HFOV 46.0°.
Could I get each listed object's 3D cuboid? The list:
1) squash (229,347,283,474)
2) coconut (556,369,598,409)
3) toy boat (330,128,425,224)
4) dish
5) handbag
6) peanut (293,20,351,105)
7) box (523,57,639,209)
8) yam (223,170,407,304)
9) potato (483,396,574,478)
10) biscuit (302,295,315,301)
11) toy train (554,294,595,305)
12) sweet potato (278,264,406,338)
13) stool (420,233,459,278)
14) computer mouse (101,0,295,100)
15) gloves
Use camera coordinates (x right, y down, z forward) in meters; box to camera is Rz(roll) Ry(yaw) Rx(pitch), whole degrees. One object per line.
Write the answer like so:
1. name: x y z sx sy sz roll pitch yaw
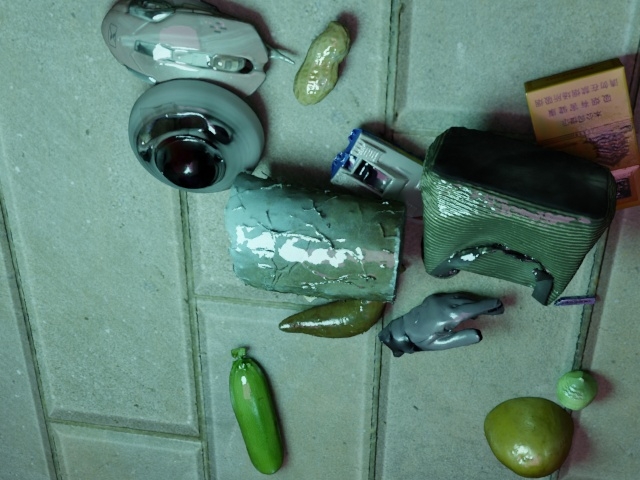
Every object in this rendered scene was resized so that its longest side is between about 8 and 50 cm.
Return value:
1. squash: -0.158 0.426 1.847 0.101 0.101 0.379 -4 115 13
2. coconut: 0.564 0.327 1.659 0.087 0.088 0.096 8 138 7
3. toy boat: 0.172 -0.107 1.510 0.295 0.088 0.129 27 119 -13
4. dish: -0.252 -0.168 1.483 0.273 0.134 0.273 2 138 2
5. handbag: 0.337 -0.044 1.356 0.340 0.247 0.240 15 130 11
6. peanut: 0.006 -0.331 1.431 0.080 0.080 0.175 27 119 -3
7. box: 0.497 -0.182 1.412 0.174 0.076 0.274 -12 114 18
8. yam: 0.000 0.000 1.481 0.348 0.241 0.241 9 119 15
9. potato: 0.474 0.467 1.714 0.203 0.158 0.178 16 118 7
10. biscuit: 0.015 0.041 1.644 0.199 0.040 0.121 -34 102 24
11. toy train: 0.537 0.127 1.598 0.083 0.017 0.017 -5 114 13
12. sweet potato: 0.066 0.153 1.660 0.310 0.098 0.124 -30 111 19
13. stool: 0.252 0.024 1.547 0.096 0.110 0.096 4 115 8
14. computer mouse: -0.244 -0.360 1.447 0.388 0.115 0.200 14 122 5
15. gloves: 0.258 0.183 1.623 0.285 0.142 0.119 -22 139 20
